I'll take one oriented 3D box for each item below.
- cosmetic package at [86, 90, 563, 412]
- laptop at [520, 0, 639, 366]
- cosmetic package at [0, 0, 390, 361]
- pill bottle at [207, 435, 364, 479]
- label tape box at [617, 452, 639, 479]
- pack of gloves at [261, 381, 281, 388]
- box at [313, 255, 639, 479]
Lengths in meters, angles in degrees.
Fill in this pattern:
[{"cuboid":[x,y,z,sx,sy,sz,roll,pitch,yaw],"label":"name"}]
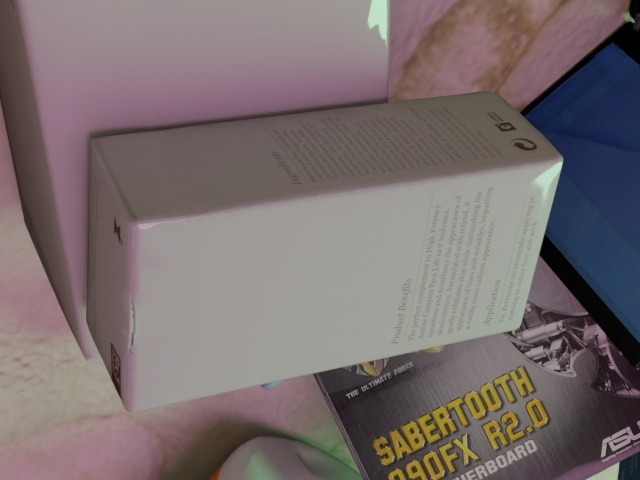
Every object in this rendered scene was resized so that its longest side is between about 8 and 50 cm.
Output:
[{"cuboid":[0.000,0.000,0.636,0.231,0.085,0.117,-8,126,-23],"label":"cosmetic package"},{"cuboid":[0.204,-0.108,0.749,0.136,0.234,0.264,-14,130,-16],"label":"laptop"},{"cuboid":[-0.077,-0.138,0.651,0.196,0.155,0.366,-17,129,-17],"label":"cosmetic package"},{"cuboid":[-0.095,0.363,0.968,0.224,0.224,0.392,29,109,-37],"label":"pill bottle"},{"cuboid":[0.362,0.091,0.964,0.106,0.240,0.334,30,114,4],"label":"label tape box"},{"cuboid":[0.001,0.059,0.807,0.232,0.195,0.046,-15,87,-26],"label":"pack of gloves"},{"cuboid":[0.126,0.109,0.925,0.231,0.056,0.183,-25,90,-5],"label":"box"}]
